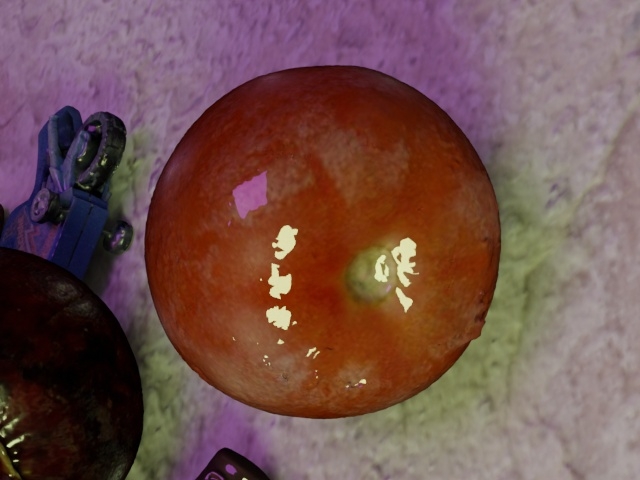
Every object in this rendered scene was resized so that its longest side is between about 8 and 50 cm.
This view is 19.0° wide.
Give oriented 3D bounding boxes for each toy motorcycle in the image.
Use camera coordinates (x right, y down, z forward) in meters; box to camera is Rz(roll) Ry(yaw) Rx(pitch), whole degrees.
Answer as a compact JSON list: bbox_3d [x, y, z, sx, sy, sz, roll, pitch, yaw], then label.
[{"bbox_3d":[-0.204,-0.004,1.443,0.114,0.076,0.205,11,80,57],"label":"toy motorcycle"}]

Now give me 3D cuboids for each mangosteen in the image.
[{"bbox_3d":[-0.232,0.106,1.287,0.216,0.216,0.216,-23,56,39],"label":"mangosteen"}]

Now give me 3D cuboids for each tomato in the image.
[{"bbox_3d":[0.000,0.000,1.111,0.208,0.208,0.184,-64,24,3],"label":"tomato"}]

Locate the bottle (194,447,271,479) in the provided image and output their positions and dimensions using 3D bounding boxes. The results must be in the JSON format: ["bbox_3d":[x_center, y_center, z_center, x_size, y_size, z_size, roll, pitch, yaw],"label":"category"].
[{"bbox_3d":[-0.087,0.208,1.217,0.164,0.060,0.060,-58,41,9],"label":"bottle"}]

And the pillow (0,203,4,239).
[{"bbox_3d":[-0.351,0.081,1.410,0.108,0.308,0.305,18,83,21],"label":"pillow"}]
